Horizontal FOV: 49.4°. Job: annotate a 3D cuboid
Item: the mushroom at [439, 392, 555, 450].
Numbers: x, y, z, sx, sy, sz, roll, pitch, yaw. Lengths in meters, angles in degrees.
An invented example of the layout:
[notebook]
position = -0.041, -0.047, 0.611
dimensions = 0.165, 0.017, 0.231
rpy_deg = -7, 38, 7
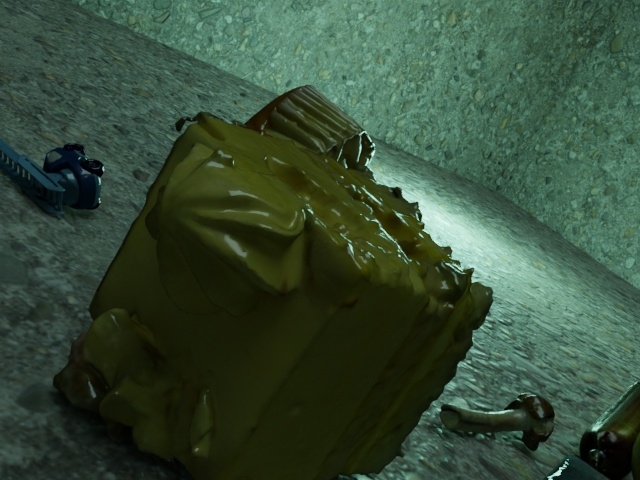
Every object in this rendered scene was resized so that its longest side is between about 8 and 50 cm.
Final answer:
[mushroom]
position = 0.203, 0.206, 0.794
dimensions = 0.187, 0.060, 0.061
rpy_deg = 9, 32, -37

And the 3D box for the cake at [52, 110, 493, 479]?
[cake]
position = -0.045, 0.045, 0.548
dimensions = 0.286, 0.227, 0.222
rpy_deg = 12, 24, -46

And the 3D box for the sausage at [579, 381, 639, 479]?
[sausage]
position = 0.417, 0.261, 0.948
dimensions = 0.082, 0.082, 0.372
rpy_deg = 38, 19, 28

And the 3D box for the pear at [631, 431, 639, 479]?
[pear]
position = 0.468, 0.281, 0.758
dimensions = 0.211, 0.188, 0.228
rpy_deg = 12, 26, -25

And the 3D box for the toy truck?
[toy truck]
position = -0.310, -0.081, 0.796
dimensions = 0.136, 0.063, 0.074
rpy_deg = 35, 36, 29

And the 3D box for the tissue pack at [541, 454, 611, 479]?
[tissue pack]
position = 0.270, 0.308, 0.506
dimensions = 0.316, 0.103, 0.228
rpy_deg = 37, 18, 28

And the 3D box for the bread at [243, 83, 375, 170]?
[bread]
position = -0.053, -0.058, 0.808
dimensions = 0.133, 0.250, 0.179
rpy_deg = 36, -3, 12
